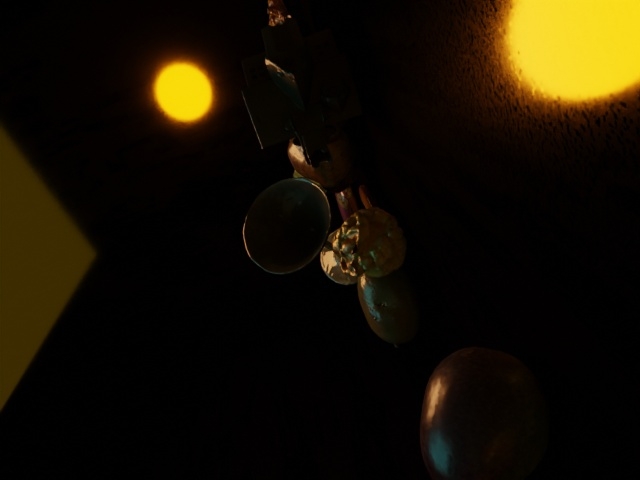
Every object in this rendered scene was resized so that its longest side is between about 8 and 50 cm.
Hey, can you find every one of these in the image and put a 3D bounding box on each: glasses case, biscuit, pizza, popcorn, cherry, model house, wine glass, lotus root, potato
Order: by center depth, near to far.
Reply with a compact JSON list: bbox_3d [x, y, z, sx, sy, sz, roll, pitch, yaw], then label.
[{"bbox_3d":[0.186,0.216,0.499,0.140,0.176,0.176,29,156,36],"label":"cherry"},{"bbox_3d":[-0.034,-0.263,0.809,0.204,0.211,0.244,61,-168,-66],"label":"model house"},{"bbox_3d":[0.112,0.009,0.963,0.170,0.180,0.180,14,-135,-45],"label":"popcorn"},{"bbox_3d":[0.018,-0.231,1.066,0.291,0.193,0.193,37,-150,-77],"label":"lotus root"},{"bbox_3d":[0.179,0.154,1.084,0.174,0.158,0.252,-13,-87,-63],"label":"potato"},{"bbox_3d":[0.149,-0.081,1.164,0.126,0.025,0.206,66,-179,-54],"label":"biscuit"},{"bbox_3d":[0.000,0.000,1.254,0.406,0.267,0.267,24,-140,-60],"label":"wine glass"},{"bbox_3d":[-0.125,-0.694,1.407,0.290,0.081,0.229,-108,-3,-51],"label":"pizza"},{"bbox_3d":[0.115,-0.124,1.674,0.316,0.075,0.123,66,-177,-55],"label":"glasses case"}]

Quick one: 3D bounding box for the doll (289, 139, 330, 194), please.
[{"bbox_3d":[-0.011,-0.308,1.728,0.198,0.186,0.322,34,144,28],"label":"doll"}]
